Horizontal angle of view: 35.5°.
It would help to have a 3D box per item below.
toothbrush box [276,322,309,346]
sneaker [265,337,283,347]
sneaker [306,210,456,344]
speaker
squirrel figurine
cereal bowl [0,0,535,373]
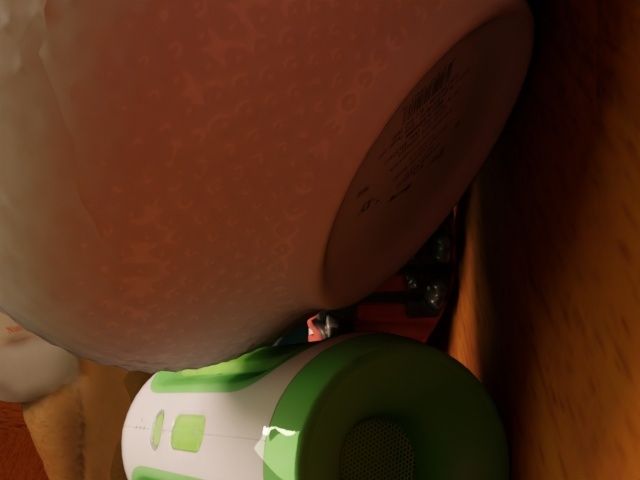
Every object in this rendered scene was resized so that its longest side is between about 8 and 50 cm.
[{"bbox_3d":[-0.033,0.236,0.819,0.295,0.126,0.216,-84,-25,-57],"label":"toothbrush box"},{"bbox_3d":[0.000,0.000,0.803,0.223,0.083,0.098,-41,-2,18],"label":"sneaker"},{"bbox_3d":[0.036,0.059,0.719,0.135,0.097,0.276,-95,9,-69],"label":"sneaker"},{"bbox_3d":[-0.023,0.119,0.566,0.296,0.131,0.131,161,116,-64],"label":"speaker"},{"bbox_3d":[-0.176,-0.040,0.891,0.397,0.281,0.370,-58,1,22],"label":"squirrel figurine"},{"bbox_3d":[-0.005,-0.070,0.464,0.339,0.141,0.339,-44,-21,-23],"label":"cereal bowl"}]
